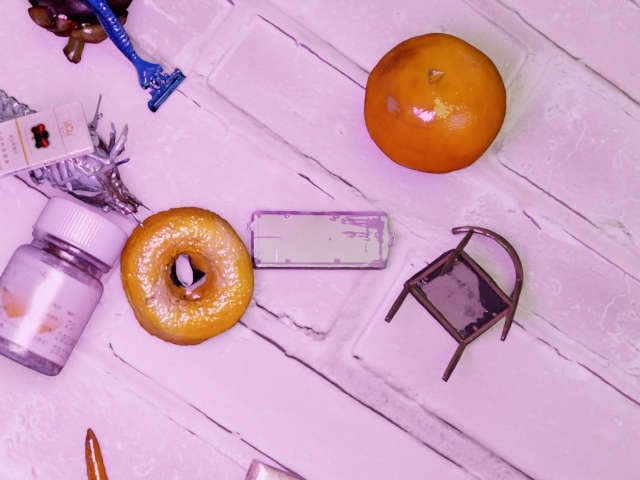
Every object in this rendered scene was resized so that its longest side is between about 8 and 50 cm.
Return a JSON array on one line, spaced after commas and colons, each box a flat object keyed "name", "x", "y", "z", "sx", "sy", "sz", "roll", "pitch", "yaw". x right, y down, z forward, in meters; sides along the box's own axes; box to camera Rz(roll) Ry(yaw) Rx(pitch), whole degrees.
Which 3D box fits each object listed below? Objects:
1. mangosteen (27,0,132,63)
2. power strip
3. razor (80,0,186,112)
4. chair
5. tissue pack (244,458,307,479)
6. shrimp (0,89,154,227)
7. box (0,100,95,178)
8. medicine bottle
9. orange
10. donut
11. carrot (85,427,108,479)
[{"name": "mangosteen", "x": -0.423, "y": -0.433, "z": 1.700, "sx": 0.211, "sy": 0.211, "sz": 0.250, "roll": 1, "pitch": 110, "yaw": -11}, {"name": "power strip", "x": 0.000, "y": 0.000, "z": 1.802, "sx": 0.279, "sy": 0.037, "sz": 0.109, "roll": 0, "pitch": 83, "yaw": -12}, {"name": "razor", "x": -0.345, "y": -0.352, "z": 1.671, "sx": 0.056, "sy": 0.324, "sz": 0.093, "roll": 30, "pitch": 76, "yaw": 33}, {"name": "chair", "x": 0.261, "y": 0.103, "z": 1.791, "sx": 0.188, "sy": 0.166, "sz": 0.272, "roll": 46, "pitch": 34, "yaw": -2}, {"name": "tissue pack", "x": -0.085, "y": 0.502, "z": 1.697, "sx": 0.148, "sy": 0.092, "sz": 0.196, "roll": 24, "pitch": 78, "yaw": -8}, {"name": "shrimp", "x": -0.457, "y": -0.174, "z": 1.675, "sx": 0.411, "sy": 0.166, "sz": 0.221, "roll": 28, "pitch": 46, "yaw": 11}, {"name": "box", "x": -0.461, "y": -0.163, "z": 1.582, "sx": 0.167, "sy": 0.024, "sz": 0.090, "roll": -17, "pitch": 74, "yaw": -7}, {"name": "medicine bottle", "x": -0.453, "y": 0.077, "z": 1.636, "sx": 0.165, "sy": 0.165, "sz": 0.273, "roll": 27, "pitch": 79, "yaw": -7}, {"name": "orange", "x": 0.208, "y": -0.249, "z": 1.776, "sx": 0.261, "sy": 0.261, "sz": 0.261, "roll": 1, "pitch": 83, "yaw": -11}, {"name": "donut", "x": -0.231, "y": 0.063, "z": 1.716, "sx": 0.253, "sy": 0.118, "sz": 0.253, "roll": -2, "pitch": 97, "yaw": -19}, {"name": "carrot", "x": -0.374, "y": 0.450, "z": 1.664, "sx": 0.061, "sy": 0.061, "sz": 0.256, "roll": -16, "pitch": 83, "yaw": -13}]
